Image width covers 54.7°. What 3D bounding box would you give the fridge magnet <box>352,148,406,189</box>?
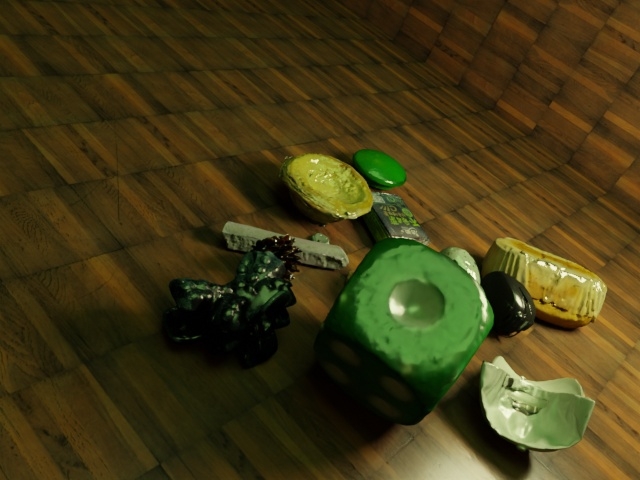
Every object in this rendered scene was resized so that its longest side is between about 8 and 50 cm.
[{"bbox_3d":[0.207,-0.252,2.194,0.208,0.088,0.208,18,34,-13],"label":"fridge magnet"}]

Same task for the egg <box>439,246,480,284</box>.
[{"bbox_3d":[0.406,0.094,1.830,0.131,0.131,0.164,-13,47,-44],"label":"egg"}]

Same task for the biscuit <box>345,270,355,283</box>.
[{"bbox_3d":[0.162,0.164,1.664,0.144,0.040,0.236,-7,44,-33],"label":"biscuit"}]

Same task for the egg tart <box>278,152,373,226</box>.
[{"bbox_3d":[0.013,-0.145,1.892,0.315,0.120,0.315,17,37,-14],"label":"egg tart"}]

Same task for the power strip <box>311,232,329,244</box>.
[{"bbox_3d":[0.000,0.000,1.767,0.055,0.035,0.083,29,31,3],"label":"power strip"}]

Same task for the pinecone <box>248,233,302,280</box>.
[{"bbox_3d":[-0.111,0.050,1.543,0.140,0.140,0.121,-8,75,-41],"label":"pinecone"}]

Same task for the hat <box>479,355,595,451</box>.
[{"bbox_3d":[0.504,0.396,1.518,0.258,0.168,0.301,19,7,16],"label":"hat"}]

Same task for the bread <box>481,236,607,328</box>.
[{"bbox_3d":[0.700,0.138,1.962,0.388,0.183,0.236,23,19,5],"label":"bread"}]

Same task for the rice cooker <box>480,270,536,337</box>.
[{"bbox_3d":[0.540,0.184,1.799,0.118,0.142,0.203,17,39,-34],"label":"rice cooker"}]

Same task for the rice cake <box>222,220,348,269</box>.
[{"bbox_3d":[-0.094,0.019,1.655,0.365,0.056,0.073,12,32,-21],"label":"rice cake"}]

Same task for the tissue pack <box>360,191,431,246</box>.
[{"bbox_3d":[0.222,-0.059,1.962,0.173,0.073,0.235,4,41,-30],"label":"tissue pack"}]

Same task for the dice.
[{"bbox_3d":[0.173,0.196,1.330,0.297,0.300,0.287,34,61,11],"label":"dice"}]

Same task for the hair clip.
[{"bbox_3d":[-0.173,0.139,1.336,0.206,0.194,0.310,37,36,25],"label":"hair clip"}]
